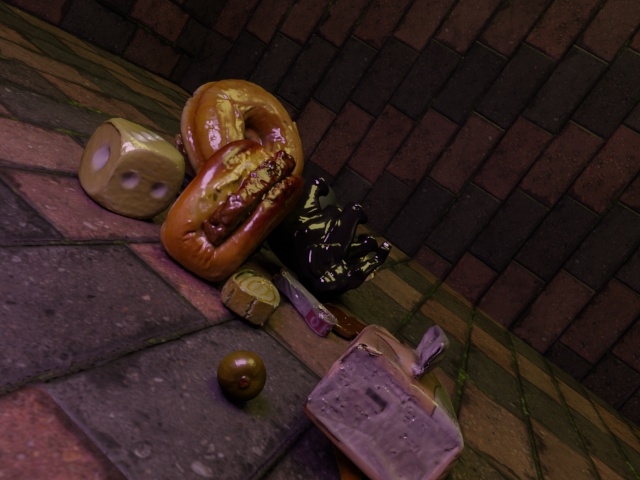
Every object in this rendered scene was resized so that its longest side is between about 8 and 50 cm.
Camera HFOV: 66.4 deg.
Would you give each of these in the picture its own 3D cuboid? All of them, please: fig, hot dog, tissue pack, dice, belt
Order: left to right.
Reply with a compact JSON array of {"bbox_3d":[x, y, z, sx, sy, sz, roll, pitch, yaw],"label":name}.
[{"bbox_3d":[-0.424,-0.162,1.108,0.169,0.169,0.166,20,19,-51],"label":"dice"},{"bbox_3d":[-0.121,0.202,0.746,0.074,0.073,0.088,31,-4,-17],"label":"fig"},{"bbox_3d":[-0.171,-0.099,1.109,0.185,0.223,0.405,35,38,0],"label":"hot dog"},{"bbox_3d":[-0.047,0.145,1.216,0.232,0.053,0.071,44,15,35],"label":"belt"},{"bbox_3d":[0.042,0.335,0.759,0.044,0.028,0.137,5,17,-12],"label":"hot dog"},{"bbox_3d":[0.136,0.239,0.819,0.239,0.238,0.305,37,2,11],"label":"tissue pack"}]

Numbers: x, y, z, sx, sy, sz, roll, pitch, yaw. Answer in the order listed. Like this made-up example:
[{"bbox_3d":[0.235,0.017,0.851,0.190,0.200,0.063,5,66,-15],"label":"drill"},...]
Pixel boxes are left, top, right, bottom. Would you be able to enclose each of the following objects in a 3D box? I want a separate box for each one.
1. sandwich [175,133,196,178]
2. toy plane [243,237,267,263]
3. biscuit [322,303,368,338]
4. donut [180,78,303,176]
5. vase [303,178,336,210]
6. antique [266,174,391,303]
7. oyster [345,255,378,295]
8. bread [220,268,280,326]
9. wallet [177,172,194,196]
[{"bbox_3d":[-0.415,-0.249,1.663,0.186,0.219,0.108,-10,34,-18],"label":"sandwich"},{"bbox_3d":[-0.214,-0.022,1.329,0.155,0.106,0.381,41,11,-2],"label":"toy plane"},{"bbox_3d":[0.068,0.224,1.285,0.175,0.026,0.124,29,14,-23],"label":"biscuit"},{"bbox_3d":[-0.232,-0.294,1.534,0.449,0.198,0.448,17,66,-42],"label":"donut"},{"bbox_3d":[-0.057,-0.088,1.655,0.173,0.173,0.321,34,25,-2],"label":"vase"},{"bbox_3d":[0.004,0.008,1.347,0.322,0.255,0.185,39,-26,15],"label":"antique"},{"bbox_3d":[0.040,0.066,1.548,0.198,0.132,0.337,-10,16,-31],"label":"oyster"},{"bbox_3d":[-0.145,0.117,1.031,0.117,0.064,0.156,39,10,1],"label":"bread"},{"bbox_3d":[-0.402,-0.160,1.480,0.245,0.052,0.168,33,15,-20],"label":"wallet"}]
